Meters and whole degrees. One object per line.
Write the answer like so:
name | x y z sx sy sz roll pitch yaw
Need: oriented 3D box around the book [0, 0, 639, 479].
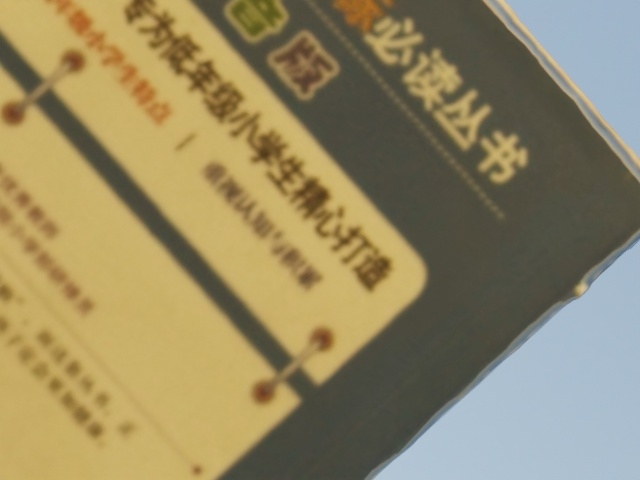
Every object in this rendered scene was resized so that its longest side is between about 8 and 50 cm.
book | -0.150 0.019 0.518 0.300 0.428 0.039 49 -6 -1
